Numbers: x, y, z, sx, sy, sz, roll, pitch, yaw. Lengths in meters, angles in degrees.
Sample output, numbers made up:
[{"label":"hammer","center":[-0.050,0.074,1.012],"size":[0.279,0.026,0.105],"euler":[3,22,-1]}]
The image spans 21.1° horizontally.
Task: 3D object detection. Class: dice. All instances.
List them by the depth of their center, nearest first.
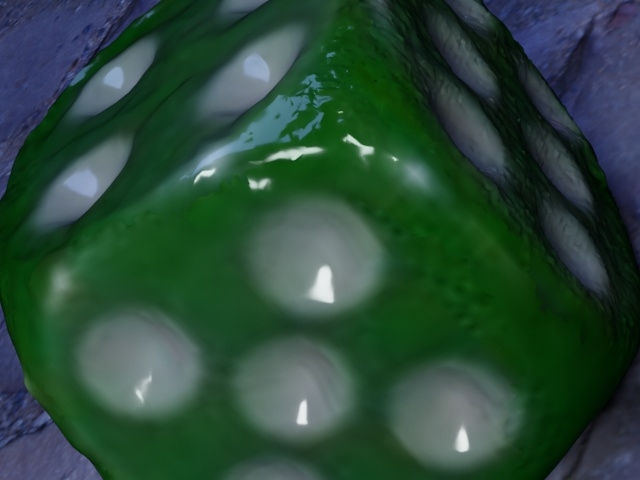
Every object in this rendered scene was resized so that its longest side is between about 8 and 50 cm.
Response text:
[{"label":"dice","center":[0.000,0.000,1.041],"size":[0.300,0.287,0.297],"euler":[-29,27,22]}]
